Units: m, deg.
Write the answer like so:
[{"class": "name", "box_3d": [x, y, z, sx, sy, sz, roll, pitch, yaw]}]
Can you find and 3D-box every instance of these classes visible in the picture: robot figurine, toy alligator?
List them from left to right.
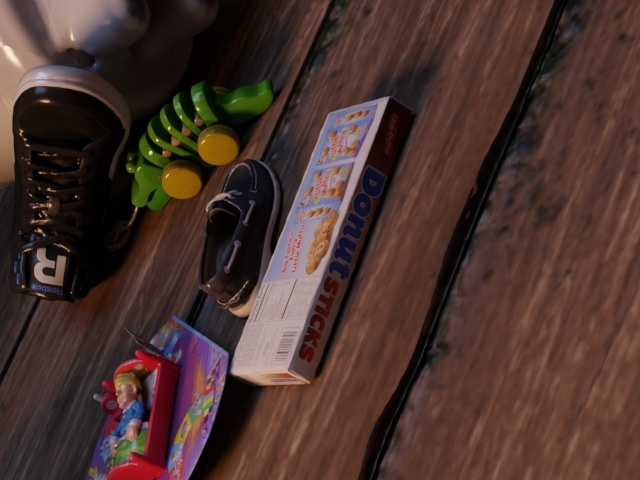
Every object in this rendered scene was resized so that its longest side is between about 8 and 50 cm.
[{"class": "robot figurine", "box_3d": [-0.238, -0.154, 1.262, 0.353, 0.300, 0.200, -21, 85, 42]}, {"class": "toy alligator", "box_3d": [-0.109, -0.058, 1.157, 0.189, 0.051, 0.056, -40, 33, 28]}]

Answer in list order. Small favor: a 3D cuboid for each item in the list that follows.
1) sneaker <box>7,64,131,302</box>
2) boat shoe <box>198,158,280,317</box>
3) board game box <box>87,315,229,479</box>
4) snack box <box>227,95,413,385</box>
[{"class": "sneaker", "box_3d": [-0.177, -0.024, 1.148, 0.217, 0.079, 0.121, 106, 170, -67]}, {"class": "boat shoe", "box_3d": [-0.055, -0.008, 1.039, 0.046, 0.038, 0.125, -34, 37, 36]}, {"class": "board game box", "box_3d": [-0.115, 0.109, 1.003, 0.133, 0.033, 0.168, -63, 23, -1]}, {"class": "snack box", "box_3d": [0.000, 0.000, 0.964, 0.064, 0.022, 0.178, -10, 54, 55]}]
